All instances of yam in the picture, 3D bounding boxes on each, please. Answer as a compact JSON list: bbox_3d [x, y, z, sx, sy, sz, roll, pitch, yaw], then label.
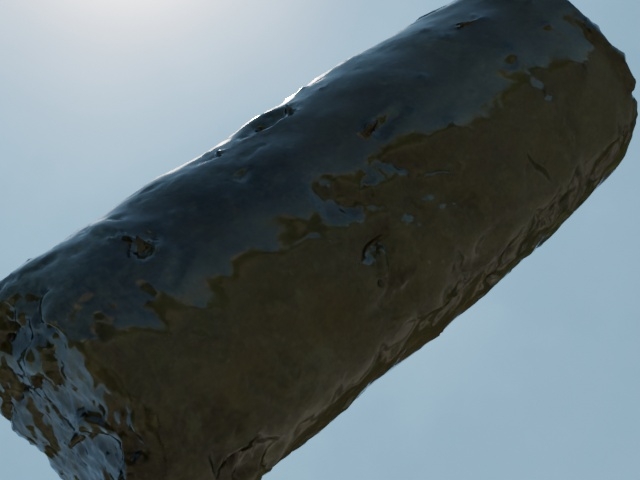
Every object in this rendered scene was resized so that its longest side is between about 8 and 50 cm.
[{"bbox_3d":[0.000,0.000,0.415,0.179,0.078,0.078,-38,-33,-30],"label":"yam"}]
